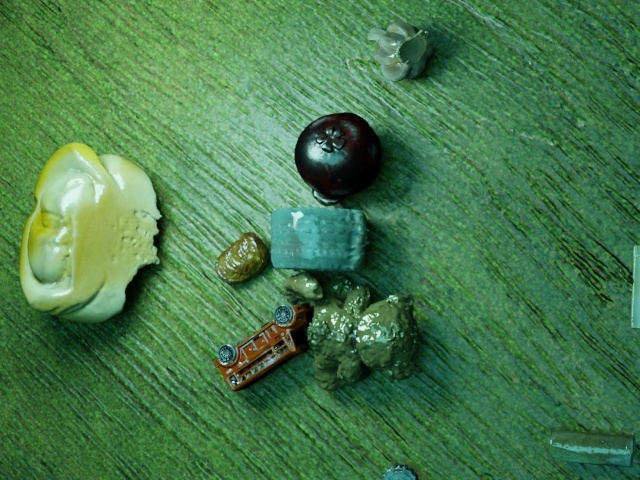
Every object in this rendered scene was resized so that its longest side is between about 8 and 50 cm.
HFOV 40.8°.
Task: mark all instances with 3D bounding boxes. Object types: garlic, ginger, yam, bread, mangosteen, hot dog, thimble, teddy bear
[{"bbox_3d":[0.166,-0.435,1.959,0.194,0.127,0.131,29,76,44],"label":"garlic"},{"bbox_3d":[-0.045,0.108,1.962,0.051,0.173,0.069,-38,99,-19],"label":"ginger"},{"bbox_3d":[0.560,0.427,1.770,0.169,0.068,0.068,-1,86,19],"label":"yam"},{"bbox_3d":[-0.569,-0.010,2.098,0.328,0.245,0.424,13,86,19],"label":"bread"},{"bbox_3d":[0.042,-0.187,1.929,0.209,0.210,0.210,-2,85,19],"label":"mangosteen"},{"bbox_3d":[-0.187,0.044,2.059,0.147,0.065,0.099,-42,74,23],"label":"hot dog"},{"bbox_3d":[0.000,0.000,1.927,0.235,0.198,0.143,-1,87,25],"label":"thimble"},{"bbox_3d":[0.097,0.207,1.903,0.256,0.156,0.267,1,85,17],"label":"teddy bear"}]

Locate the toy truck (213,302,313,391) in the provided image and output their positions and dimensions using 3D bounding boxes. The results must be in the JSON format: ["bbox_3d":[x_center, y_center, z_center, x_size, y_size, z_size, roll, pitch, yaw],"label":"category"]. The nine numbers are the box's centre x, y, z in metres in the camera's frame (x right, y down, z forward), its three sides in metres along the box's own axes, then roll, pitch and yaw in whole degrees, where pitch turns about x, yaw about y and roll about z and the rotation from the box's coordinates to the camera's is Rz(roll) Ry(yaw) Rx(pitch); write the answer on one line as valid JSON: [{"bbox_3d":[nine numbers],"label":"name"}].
[{"bbox_3d":[-0.117,0.244,1.997,0.252,0.107,0.114,-34,77,15],"label":"toy truck"}]

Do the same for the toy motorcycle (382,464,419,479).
[{"bbox_3d":[0.222,0.618,1.855,0.270,0.106,0.159,39,93,14],"label":"toy motorcycle"}]

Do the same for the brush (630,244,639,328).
[{"bbox_3d":[0.664,0.097,1.784,0.033,0.030,0.179,0,75,26],"label":"brush"}]
